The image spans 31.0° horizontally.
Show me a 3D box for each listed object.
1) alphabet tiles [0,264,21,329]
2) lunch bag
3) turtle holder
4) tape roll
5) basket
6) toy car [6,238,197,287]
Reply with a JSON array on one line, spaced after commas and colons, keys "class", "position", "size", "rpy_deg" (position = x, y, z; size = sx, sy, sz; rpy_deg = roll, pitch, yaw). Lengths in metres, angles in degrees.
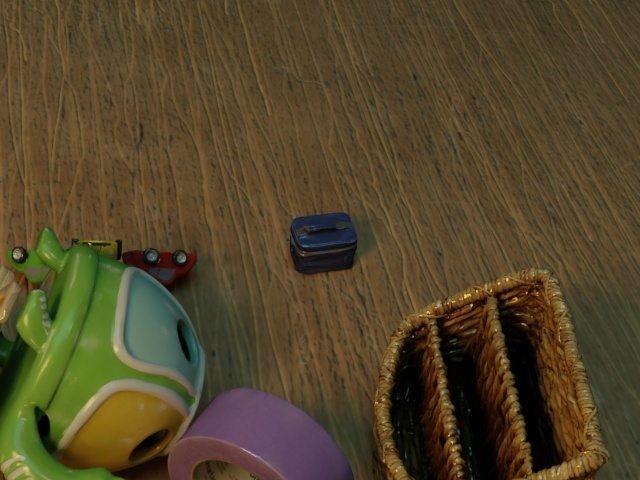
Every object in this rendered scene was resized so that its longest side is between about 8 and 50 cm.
[{"class": "alphabet tiles", "position": [-0.425, 0.155, 1.266], "size": [0.021, 0.278, 0.284], "rpy_deg": [39, 44, -24]}, {"class": "lunch bag", "position": [0.000, 0.000, 1.605], "size": [0.098, 0.065, 0.067], "rpy_deg": [-8, 44, -16]}, {"class": "turtle holder", "position": [-0.247, 0.151, 1.272], "size": [0.227, 0.243, 0.320], "rpy_deg": [26, 6, -20]}, {"class": "tape roll", "position": [-0.064, 0.254, 1.231], "size": [0.189, 0.189, 0.080], "rpy_deg": [24, 46, 17]}, {"class": "basket", "position": [0.170, 0.194, 1.303], "size": [0.214, 0.223, 0.299], "rpy_deg": [2, 44, -5]}, {"class": "toy car", "position": [-0.307, 0.034, 1.502], "size": [0.225, 0.053, 0.239], "rpy_deg": [-2, -6, 23]}]
